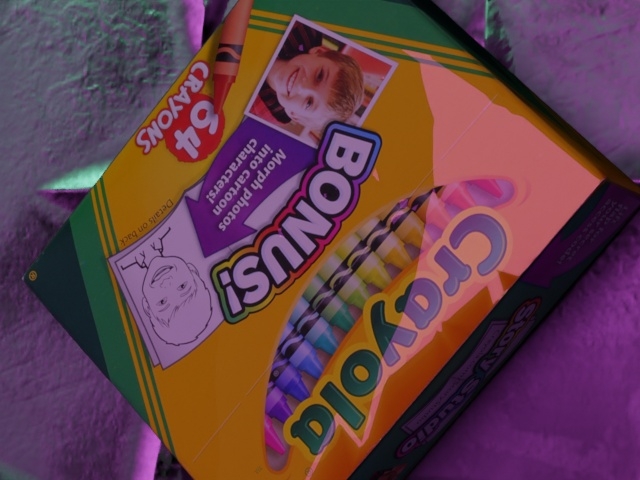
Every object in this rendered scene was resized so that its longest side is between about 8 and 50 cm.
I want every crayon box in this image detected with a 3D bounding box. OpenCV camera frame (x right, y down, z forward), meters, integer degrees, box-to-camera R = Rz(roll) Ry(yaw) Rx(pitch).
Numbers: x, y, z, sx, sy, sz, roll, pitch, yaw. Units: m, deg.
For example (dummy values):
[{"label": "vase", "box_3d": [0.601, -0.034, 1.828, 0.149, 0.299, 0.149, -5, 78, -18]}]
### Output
[{"label": "crayon box", "box_3d": [0.000, 0.000, 1.446, 0.313, 0.106, 0.363, 46, 104, 27]}]
